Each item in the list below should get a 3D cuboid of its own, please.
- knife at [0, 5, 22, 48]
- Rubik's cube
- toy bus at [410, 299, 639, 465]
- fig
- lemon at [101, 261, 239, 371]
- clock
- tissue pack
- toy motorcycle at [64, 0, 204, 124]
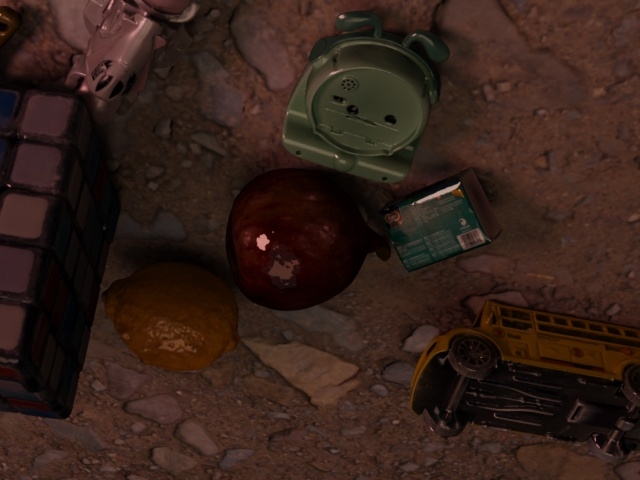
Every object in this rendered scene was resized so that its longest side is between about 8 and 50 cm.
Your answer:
[{"bbox_3d":[-0.435,-0.172,1.095,0.061,0.027,0.343,29,138,-31],"label":"knife"},{"bbox_3d":[-0.395,0.012,1.044,0.293,0.286,0.292,9,159,-3],"label":"Rubik's cube"},{"bbox_3d":[0.283,0.171,1.255,0.330,0.152,0.144,10,133,-5],"label":"toy bus"},{"bbox_3d":[-0.003,-0.001,1.123,0.207,0.175,0.175,-2,139,-10],"label":"fig"},{"bbox_3d":[-0.192,0.097,1.266,0.187,0.142,0.142,19,138,-6],"label":"lemon"},{"bbox_3d":[0.047,-0.150,1.008,0.148,0.060,0.188,15,137,-6],"label":"clock"},{"bbox_3d":[0.141,-0.026,1.123,0.111,0.079,0.085,-23,97,31],"label":"tissue pack"},{"bbox_3d":[-0.187,-0.195,0.965,0.112,0.112,0.254,28,136,-19],"label":"toy motorcycle"}]
